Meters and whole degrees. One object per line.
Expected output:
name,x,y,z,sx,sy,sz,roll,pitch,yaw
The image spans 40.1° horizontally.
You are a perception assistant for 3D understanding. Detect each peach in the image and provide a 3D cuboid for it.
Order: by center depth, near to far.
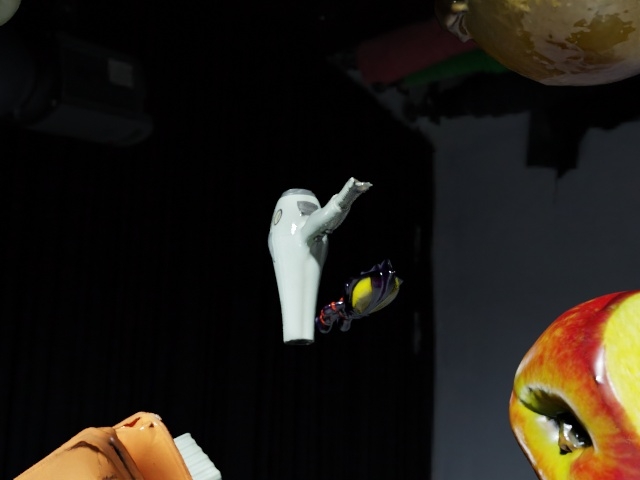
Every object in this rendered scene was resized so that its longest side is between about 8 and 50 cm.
peach,0.341,0.174,0.906,0.275,0.248,0.245,-1,-3,-17

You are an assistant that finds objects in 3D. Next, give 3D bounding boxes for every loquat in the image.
loquat,0.243,-0.318,0.919,0.360,0.328,0.328,-14,-10,-6

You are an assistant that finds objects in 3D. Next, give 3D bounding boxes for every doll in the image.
doll,0.087,0.123,1.840,0.127,0.088,0.248,-30,-12,-48

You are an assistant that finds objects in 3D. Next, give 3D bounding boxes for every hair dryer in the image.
hair dryer,-0.007,0.036,1.209,0.092,0.229,0.267,6,-3,-19

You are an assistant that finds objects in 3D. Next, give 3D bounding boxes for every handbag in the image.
handbag,-0.281,0.486,1.314,0.303,0.410,0.116,-35,-12,32

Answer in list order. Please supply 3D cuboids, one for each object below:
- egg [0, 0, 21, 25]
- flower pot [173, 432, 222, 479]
egg,-0.672,-0.490,1.625,0.254,0.188,0.188,29,-4,17
flower pot,-0.306,0.517,1.707,0.190,0.239,0.209,-22,14,-33
